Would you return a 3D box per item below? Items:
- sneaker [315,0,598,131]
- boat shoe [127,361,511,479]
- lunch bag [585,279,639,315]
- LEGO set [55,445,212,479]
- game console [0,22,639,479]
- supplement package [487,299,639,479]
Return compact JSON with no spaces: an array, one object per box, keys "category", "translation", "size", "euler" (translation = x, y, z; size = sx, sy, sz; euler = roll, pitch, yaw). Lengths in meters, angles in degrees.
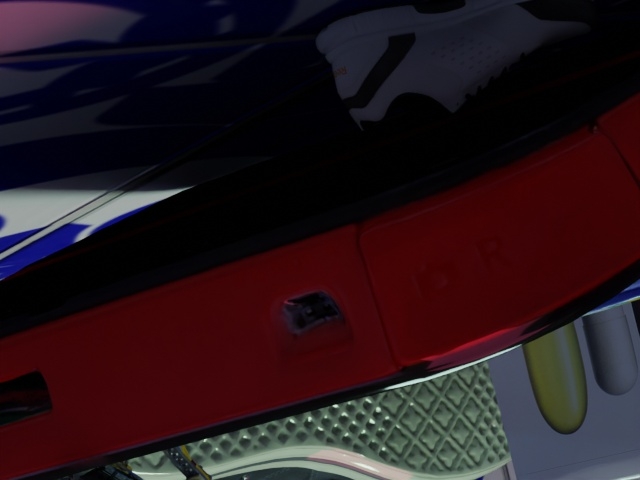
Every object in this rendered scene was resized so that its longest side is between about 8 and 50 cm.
[{"category":"sneaker","translation":[0.053,-0.068,0.713],"size":[0.109,0.043,0.040],"euler":[-14,171,-13]},{"category":"boat shoe","translation":[-0.026,0.142,1.703],"size":[0.500,0.186,0.156],"euler":[-1,169,-34]},{"category":"lunch bag","translation":[0.193,-0.035,0.923],"size":[0.219,0.090,0.176],"euler":[-21,-179,-42]},{"category":"LEGO set","translation":[-0.204,0.164,1.385],"size":[0.331,0.192,0.255],"euler":[30,132,-17]},{"category":"game console","translation":[0.000,0.000,0.757],"size":[0.387,0.060,0.342],"euler":[-18,-173,35]},{"category":"supplement package","translation":[0.210,0.033,1.158],"size":[0.194,0.203,0.149],"euler":[-19,171,38]}]
